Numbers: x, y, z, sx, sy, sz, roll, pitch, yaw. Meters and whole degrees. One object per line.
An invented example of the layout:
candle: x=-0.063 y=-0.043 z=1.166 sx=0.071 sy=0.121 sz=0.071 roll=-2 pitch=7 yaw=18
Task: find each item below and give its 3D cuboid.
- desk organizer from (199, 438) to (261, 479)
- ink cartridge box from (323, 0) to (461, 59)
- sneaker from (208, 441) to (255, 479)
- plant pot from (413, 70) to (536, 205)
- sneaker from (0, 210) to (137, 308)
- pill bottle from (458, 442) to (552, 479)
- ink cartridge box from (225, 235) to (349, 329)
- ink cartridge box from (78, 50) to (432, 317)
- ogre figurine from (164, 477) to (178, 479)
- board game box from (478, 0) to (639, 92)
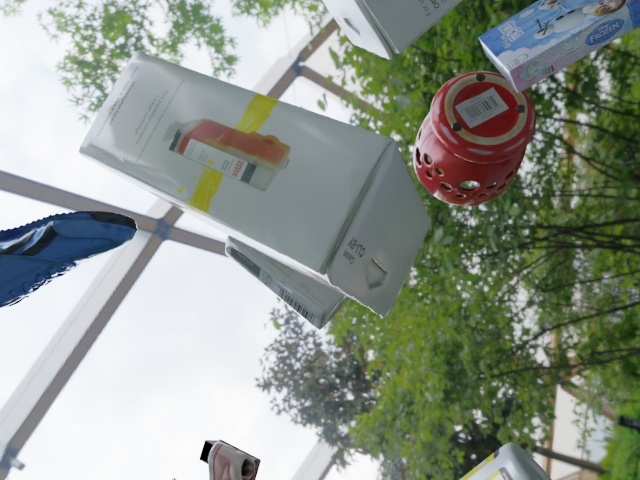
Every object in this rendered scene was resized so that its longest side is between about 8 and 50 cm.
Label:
desk organizer: x=-0.195 y=0.471 z=1.076 sx=0.050 sy=0.130 sz=0.047 roll=30 pitch=-108 yaw=-51
ink cartridge box: x=0.167 y=-0.420 z=0.591 sx=0.166 sy=0.395 sz=0.285 roll=47 pitch=-169 yaw=-22
sneaker: x=-0.145 y=0.395 z=0.832 sx=0.051 sy=0.070 sz=0.134 roll=-56 pitch=-27 yaw=-56
plant pot: x=0.265 y=-0.175 z=0.868 sx=0.174 sy=0.191 sz=0.191 roll=84 pitch=-158 yaw=-72
sneaker: x=-0.277 y=0.028 z=0.475 sx=0.069 sy=0.209 sz=0.082 roll=109 pitch=147 yaw=-69
pill bottle: x=0.109 y=0.200 z=0.345 sx=0.116 sy=0.065 sz=0.065 roll=-44 pitch=-30 yaw=13
ink cartridge box: x=0.000 y=0.000 z=1.288 sx=0.385 sy=0.308 sz=0.091 roll=-40 pitch=-21 yaw=-38
ink cartridge box: x=-0.069 y=-0.069 z=0.672 sx=0.161 sy=0.384 sz=0.279 roll=-62 pitch=-26 yaw=-5
ogre figurine: x=-0.240 y=0.546 z=0.969 sx=0.097 sy=0.197 sz=0.118 roll=-53 pitch=-9 yaw=-6
board game box: x=0.164 y=-0.148 z=0.348 sx=0.020 sy=0.090 sz=0.090 roll=50 pitch=-157 yaw=-28
